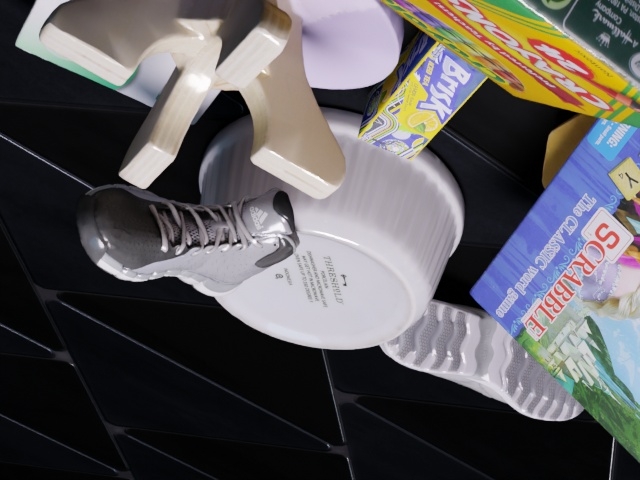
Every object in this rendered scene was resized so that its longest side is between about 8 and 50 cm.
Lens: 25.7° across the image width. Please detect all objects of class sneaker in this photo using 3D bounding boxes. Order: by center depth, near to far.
[{"bbox_3d":[-0.095,-0.018,1.189,0.132,0.086,0.228,-22,162,25],"label":"sneaker"},{"bbox_3d":[0.180,0.116,1.554,0.281,0.105,0.115,23,179,-21],"label":"sneaker"}]

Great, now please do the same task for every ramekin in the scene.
[{"bbox_3d":[0.000,0.000,1.388,0.272,0.127,0.273,10,146,7],"label":"ramekin"}]

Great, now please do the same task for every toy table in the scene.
[{"bbox_3d":[-0.072,-0.154,1.089,0.274,0.161,0.252,22,148,-9],"label":"toy table"}]

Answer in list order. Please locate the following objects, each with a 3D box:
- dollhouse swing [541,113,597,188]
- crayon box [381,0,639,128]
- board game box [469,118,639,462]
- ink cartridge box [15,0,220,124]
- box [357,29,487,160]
[{"bbox_3d":[0.432,-0.030,1.254,0.315,0.305,0.347,-15,168,-42],"label":"dollhouse swing"},{"bbox_3d":[0.134,-0.170,0.981,0.202,0.081,0.318,31,-179,-23],"label":"crayon box"},{"bbox_3d":[0.318,0.046,1.163,0.318,0.066,0.319,45,134,16],"label":"board game box"},{"bbox_3d":[-0.142,-0.206,1.205,0.181,0.056,0.224,24,146,-17],"label":"ink cartridge box"},{"bbox_3d":[0.096,-0.140,1.215,0.059,0.054,0.169,23,145,-14],"label":"box"}]
